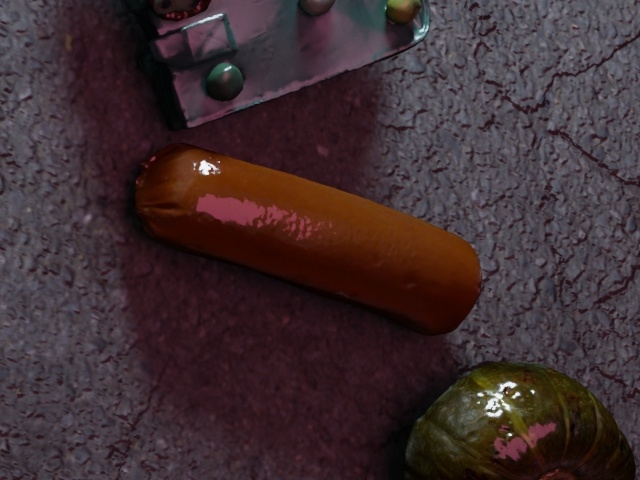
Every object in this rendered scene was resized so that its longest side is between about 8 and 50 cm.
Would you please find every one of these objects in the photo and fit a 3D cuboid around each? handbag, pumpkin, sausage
[{"bbox_3d":[-0.044,-0.253,1.655,0.274,0.100,0.268,-22,108,-25],"label":"handbag"},{"bbox_3d":[0.167,0.209,1.755,0.219,0.162,0.219,-9,115,-21],"label":"pumpkin"},{"bbox_3d":[0.000,-0.001,1.697,0.348,0.094,0.097,20,72,-28],"label":"sausage"}]
